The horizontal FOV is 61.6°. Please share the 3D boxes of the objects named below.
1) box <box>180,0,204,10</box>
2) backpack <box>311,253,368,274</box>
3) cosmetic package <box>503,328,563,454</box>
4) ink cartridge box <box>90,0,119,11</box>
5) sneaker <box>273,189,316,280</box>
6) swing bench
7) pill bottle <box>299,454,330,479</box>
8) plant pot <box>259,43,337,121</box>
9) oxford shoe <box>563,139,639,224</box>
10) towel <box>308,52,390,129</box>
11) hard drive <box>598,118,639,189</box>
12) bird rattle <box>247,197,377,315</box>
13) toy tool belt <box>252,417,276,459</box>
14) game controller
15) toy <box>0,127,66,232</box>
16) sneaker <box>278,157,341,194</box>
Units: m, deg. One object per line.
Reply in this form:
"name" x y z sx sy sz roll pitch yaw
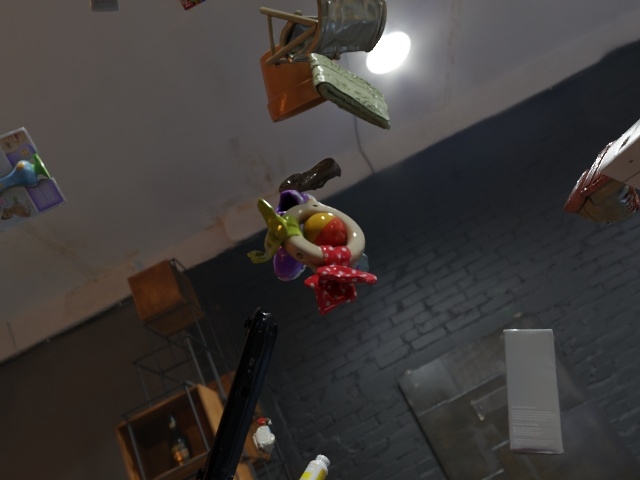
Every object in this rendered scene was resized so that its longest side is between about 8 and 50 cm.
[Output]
"box" -0.220 -0.691 1.116 0.279 0.177 0.290 -20 -59 16
"backpack" 0.051 0.042 1.558 0.166 0.144 0.188 -27 -44 -12
"cosmetic package" 0.427 0.305 1.086 0.107 0.238 0.127 -7 -25 19
"ink cartridge box" -0.528 -0.683 1.263 0.066 0.296 0.261 -9 -64 -18
"sneaker" -0.079 -0.022 1.309 0.095 0.236 0.104 1 -19 25
"swing bench" 0.012 -0.581 1.481 0.253 0.255 0.165 -20 -69 -40
"pill bottle" -0.013 0.486 1.106 0.083 0.043 0.043 -47 -6 -43
"plant pot" -0.067 -0.540 1.765 0.291 0.203 0.291 -24 8 4
"oxford shoe" 0.637 -0.116 1.157 0.123 0.130 0.348 -59 -16 -1
"towel" 0.047 -0.235 0.843 0.148 0.110 0.027 21 -52 -28
"hard drive" 0.509 -0.039 0.583 0.047 0.353 0.233 -64 -16 3
"bird rattle" 0.000 0.000 0.961 0.207 0.253 0.143 -43 -29 -47
"toy tool belt" -0.127 0.450 1.217 0.052 0.083 0.051 -8 -62 -11
"game controller" -0.149 0.274 0.952 0.067 0.319 0.166 19 -6 -13
"toy" -0.537 -0.068 0.821 0.237 0.137 0.056 -30 12 -23
"sneaker" -0.026 -0.164 1.536 0.188 0.066 0.071 -25 -38 15
